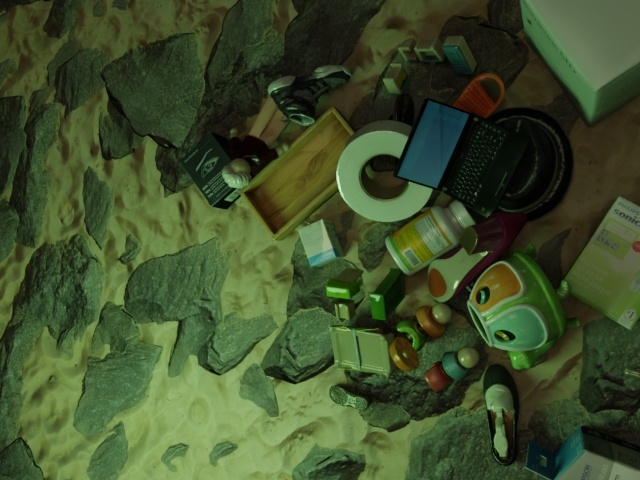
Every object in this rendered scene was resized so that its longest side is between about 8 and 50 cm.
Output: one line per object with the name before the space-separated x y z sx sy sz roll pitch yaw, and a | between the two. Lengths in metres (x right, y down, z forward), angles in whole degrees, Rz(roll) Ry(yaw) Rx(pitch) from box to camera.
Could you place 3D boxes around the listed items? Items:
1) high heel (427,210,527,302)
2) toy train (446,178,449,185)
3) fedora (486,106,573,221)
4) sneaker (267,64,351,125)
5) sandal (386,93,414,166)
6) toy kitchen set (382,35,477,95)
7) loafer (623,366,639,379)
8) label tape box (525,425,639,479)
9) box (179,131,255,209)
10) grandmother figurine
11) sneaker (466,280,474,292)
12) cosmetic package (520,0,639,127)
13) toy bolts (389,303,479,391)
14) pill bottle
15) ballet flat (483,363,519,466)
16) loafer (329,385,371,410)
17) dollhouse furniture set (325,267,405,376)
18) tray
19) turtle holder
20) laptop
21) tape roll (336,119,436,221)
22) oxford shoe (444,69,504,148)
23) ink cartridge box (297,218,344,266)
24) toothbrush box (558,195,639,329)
high heel | 0.427 0.057 1.769 0.181 0.377 0.127 -14 66 -22
toy train | 0.402 -0.167 1.892 0.083 0.017 0.023 12 102 20
fedora | 0.540 -0.218 1.766 0.334 0.152 0.334 -1 86 18
sneaker | -0.018 -0.441 1.981 0.268 0.101 0.153 -16 83 -11
sandal | 0.230 -0.335 1.939 0.060 0.090 0.219 12 99 42
toy kitchen set | 0.318 -0.492 1.880 0.207 0.122 0.166 13 70 41
loafer | 0.867 0.353 1.690 0.125 0.045 0.039 15 76 14
label tape box | 0.711 0.565 1.622 0.348 0.249 0.115 19 95 20
box | -0.336 -0.229 2.116 0.153 0.108 0.207 -39 75 15
grandmother figurine | -0.203 -0.309 2.010 0.208 0.104 0.342 16 67 30
sneaker | 0.428 0.105 1.858 0.044 0.040 0.109 -33 78 14
cosmetic package | 0.725 -0.538 1.590 0.327 0.394 0.329 -34 76 16
toy bolts | 0.328 0.303 1.796 0.158 0.218 0.228 -40 87 29
pill bottle | 0.323 -0.015 1.850 0.246 0.136 0.136 -34 77 15
ballet flat | 0.507 0.489 1.782 0.095 0.096 0.280 -8 85 20
loafer | 0.092 0.483 1.961 0.148 0.050 0.056 16 90 36
dollhouse furniture set | 0.143 0.242 1.943 0.197 0.151 0.301 5 118 28
tray | -0.044 -0.206 2.027 0.411 0.076 0.203 -40 75 13
turtle holder | 0.525 0.186 1.717 0.227 0.320 0.243 -28 60 0
laptop | 0.367 -0.216 1.698 0.264 0.136 0.234 37 116 35
tape roll | 0.193 -0.199 1.858 0.286 0.100 0.286 5 118 10
oxford shoe | 0.389 -0.344 1.863 0.130 0.133 0.364 42 120 -11
ink cartridge box | 0.000 0.000 1.991 0.090 0.092 0.143 -22 81 17
toothbrush box | 0.794 0.059 1.684 0.206 0.122 0.283 34 98 18
